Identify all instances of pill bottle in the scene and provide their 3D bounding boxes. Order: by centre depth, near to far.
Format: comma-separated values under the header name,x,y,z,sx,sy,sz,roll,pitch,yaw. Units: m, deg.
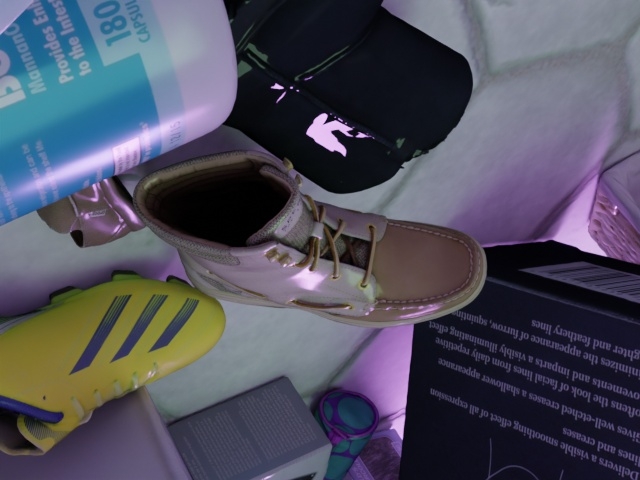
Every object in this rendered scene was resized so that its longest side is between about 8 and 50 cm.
name,x,y,z,sx,sy,sz,roll,pitch,yaw
pill bottle,-0.180,-0.066,0.474,0.264,0.146,0.146,-27,148,-16

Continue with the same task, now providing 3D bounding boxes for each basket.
name,x,y,z,sx,sy,sz,roll,pitch,yaw
basket,0.367,-0.032,1.100,0.167,0.113,0.103,-25,150,-17

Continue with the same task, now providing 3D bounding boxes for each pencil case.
name,x,y,z,sx,sy,sz,roll,pitch,yaw
pencil case,0.005,0.221,1.129,0.070,0.065,0.151,-48,167,-51

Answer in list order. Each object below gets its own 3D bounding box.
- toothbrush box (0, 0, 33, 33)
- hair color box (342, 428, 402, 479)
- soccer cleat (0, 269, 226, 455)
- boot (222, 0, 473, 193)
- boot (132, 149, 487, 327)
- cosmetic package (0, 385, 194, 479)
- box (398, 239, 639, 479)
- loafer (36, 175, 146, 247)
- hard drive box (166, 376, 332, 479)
name,x,y,z,sx,sy,sz,roll,pitch,yaw
toothbrush box,-0.135,-0.176,0.304,0.295,0.216,0.126,-42,148,11
hair color box,0.009,0.413,1.278,0.114,0.185,0.374,-3,136,-42
soccer cleat,-0.176,0.091,0.717,0.289,0.121,0.093,-5,137,-42
boot,0.030,-0.136,0.634,0.246,0.094,0.207,-42,146,23
boot,0.000,0.000,0.700,0.213,0.077,0.165,4,164,8
cosmetic package,-0.208,0.353,0.720,0.394,0.327,0.329,-27,113,-12
box,0.244,0.225,0.993,0.212,0.294,0.395,-4,105,-41
loafer,-0.148,-0.033,0.640,0.050,0.056,0.148,-40,150,-5
hard drive box,-0.119,0.247,1.020,0.232,0.089,0.181,-20,145,-24
